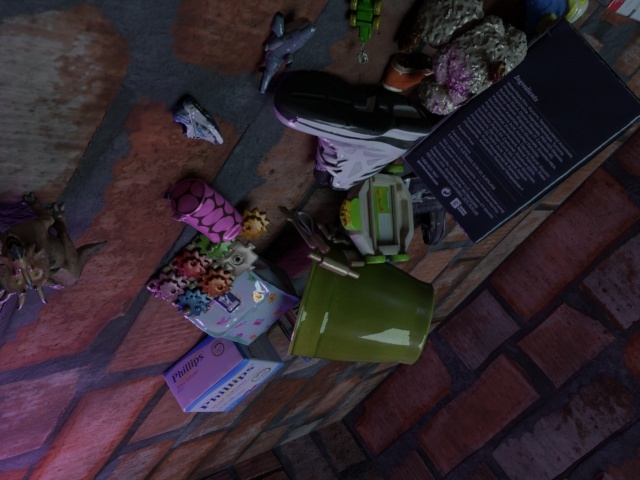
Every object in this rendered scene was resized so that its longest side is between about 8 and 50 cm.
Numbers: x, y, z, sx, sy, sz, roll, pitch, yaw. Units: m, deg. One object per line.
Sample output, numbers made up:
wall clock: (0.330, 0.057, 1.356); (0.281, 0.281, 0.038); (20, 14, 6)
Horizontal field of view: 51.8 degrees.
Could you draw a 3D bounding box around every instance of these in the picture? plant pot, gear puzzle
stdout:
plant pot: (0.122, 0.194, 1.859); (0.366, 0.353, 0.366); (15, 90, -89)
gear puzzle: (-0.244, 0.053, 1.581); (0.339, 0.044, 0.175); (-42, 123, 11)

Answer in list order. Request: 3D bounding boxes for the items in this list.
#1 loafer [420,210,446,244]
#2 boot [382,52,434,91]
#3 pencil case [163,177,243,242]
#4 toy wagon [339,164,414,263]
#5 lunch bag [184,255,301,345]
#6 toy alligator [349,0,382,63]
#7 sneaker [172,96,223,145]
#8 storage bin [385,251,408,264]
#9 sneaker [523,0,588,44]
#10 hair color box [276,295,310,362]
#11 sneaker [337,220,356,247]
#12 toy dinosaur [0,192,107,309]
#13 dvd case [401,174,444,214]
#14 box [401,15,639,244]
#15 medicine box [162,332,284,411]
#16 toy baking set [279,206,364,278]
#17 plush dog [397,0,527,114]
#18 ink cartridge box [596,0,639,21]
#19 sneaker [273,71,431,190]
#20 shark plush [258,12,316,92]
loafer: (0.370, -0.093, 2.213); (0.095, 0.109, 0.302); (-10, 142, -14)
boot: (0.211, -0.381, 1.515); (0.158, 0.059, 0.084); (-9, 147, -33)
pencil case: (-0.245, -0.058, 1.425); (0.209, 0.095, 0.098); (43, 64, -64)
toy wagon: (0.144, -0.073, 1.759); (0.068, 0.267, 0.344); (-5, 178, 39)
lunch bag: (-0.217, 0.148, 1.753); (0.223, 0.160, 0.262); (-41, 146, 12)
toy alligator: (0.089, -0.427, 1.272); (0.189, 0.056, 0.051); (88, 18, -61)
sneaker: (-0.229, -0.214, 1.227); (0.058, 0.052, 0.135); (-30, 149, 7)
storage bin: (0.219, 0.019, 2.156); (0.091, 0.135, 0.098); (-26, 155, -2)
sneaker: (0.539, -0.563, 1.616); (0.091, 0.126, 0.240); (-54, -170, -19)
hair color box: (0.035, 0.233, 2.223); (0.347, 0.174, 0.105); (-37, 155, -3)
sneaker: (0.134, 0.009, 1.986); (0.114, 0.152, 0.305); (-32, 154, -9)
toy dinosaur: (-0.476, 0.035, 1.137); (0.127, 0.200, 0.296); (-41, 156, 9)
dvd case: (0.343, -0.147, 2.047); (0.221, 0.018, 0.164); (-10, 139, -15)
box: (0.526, -0.265, 1.686); (0.472, 0.297, 0.480); (-43, 170, 23)
medicine box: (-0.303, 0.412, 2.113); (0.263, 0.149, 0.289); (-41, 157, 8)
toy baking set: (0.003, 0.005, 1.704); (0.256, 0.196, 0.030); (22, 121, -33)
plush dog: (0.290, -0.415, 1.363); (0.262, 0.225, 0.210); (-35, -176, 6)
ink cartridge box: (0.819, -0.694, 1.706); (0.273, 0.114, 0.197); (-8, 142, -46)
sneaker: (0.034, -0.204, 1.447); (0.447, 0.169, 0.257); (-1, 142, -47)
shark plush: (-0.072, -0.336, 1.186); (0.161, 0.067, 0.073); (-46, 155, 18)
